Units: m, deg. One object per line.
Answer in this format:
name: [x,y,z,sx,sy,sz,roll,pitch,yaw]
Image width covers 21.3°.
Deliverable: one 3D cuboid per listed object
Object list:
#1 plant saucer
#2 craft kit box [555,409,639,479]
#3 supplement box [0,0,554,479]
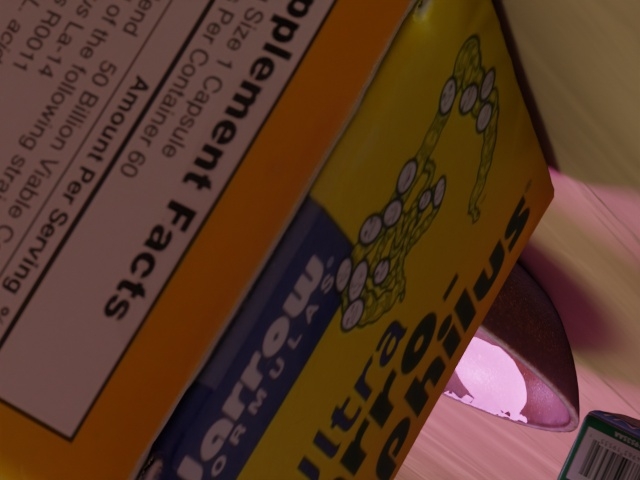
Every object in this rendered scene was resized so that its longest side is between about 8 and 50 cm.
plant saucer: [0.000,0.000,0.850,0.310,0.050,0.310,30,170,6]
craft kit box: [0.241,0.147,0.692,0.249,0.061,0.246,26,-173,27]
supplement box: [-0.128,-0.041,0.590,0.356,0.194,0.195,26,169,23]
